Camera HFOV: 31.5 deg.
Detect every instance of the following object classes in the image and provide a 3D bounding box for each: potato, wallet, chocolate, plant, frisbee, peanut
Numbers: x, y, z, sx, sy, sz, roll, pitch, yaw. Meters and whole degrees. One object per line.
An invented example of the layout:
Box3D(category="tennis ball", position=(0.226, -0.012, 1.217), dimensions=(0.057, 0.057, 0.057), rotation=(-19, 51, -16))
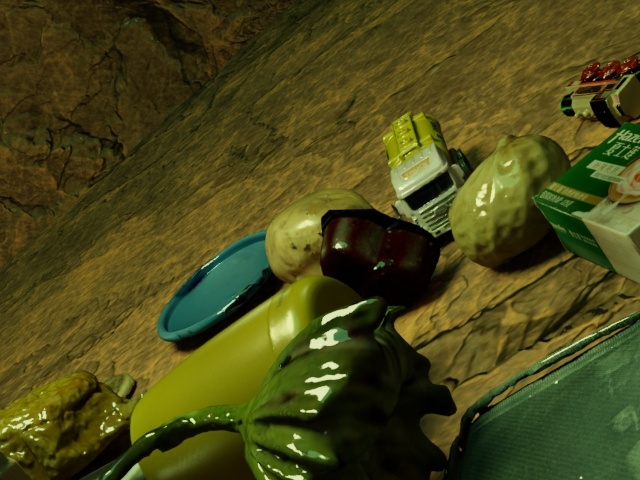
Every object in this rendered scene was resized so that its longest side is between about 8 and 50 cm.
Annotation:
Box3D(category="potato", position=(-0.004, 0.002, 1.538), dimensions=(0.161, 0.128, 0.234), rotation=(-31, 8, -33))
Box3D(category="wallet", position=(0.172, 0.207, 0.801), dimensions=(0.237, 0.075, 0.342), rotation=(-34, 20, 31))
Box3D(category="chocolate", position=(0.055, 0.036, 1.335), dimensions=(0.080, 0.148, 0.125), rotation=(-65, -6, -52))
Box3D(category="plant", position=(-0.061, 0.151, 0.970), dimensions=(0.333, 0.180, 0.251), rotation=(8, 65, 23))
Box3D(category="frisbee", position=(-0.144, 0.075, 1.722), dimensions=(0.242, 0.045, 0.242), rotation=(-33, 19, 13))
Box3D(category="peanut", position=(0.211, -0.042, 1.250), dimensions=(0.159, 0.109, 0.140), rotation=(-55, -18, 19))

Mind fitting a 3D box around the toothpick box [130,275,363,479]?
Box3D(category="toothpick box", position=(-0.063, 0.169, 1.164), dimensions=(0.271, 0.175, 0.175), rotation=(-33, 19, 25))

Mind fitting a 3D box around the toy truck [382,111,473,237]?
Box3D(category="toy truck", position=(0.138, -0.089, 1.483), dimensions=(0.098, 0.114, 0.227), rotation=(-33, 19, 12))

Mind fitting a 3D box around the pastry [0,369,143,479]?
Box3D(category="pastry", position=(-0.376, 0.262, 1.493), dimensions=(0.240, 0.132, 0.235), rotation=(-40, 3, -38))

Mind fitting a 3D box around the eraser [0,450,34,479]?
Box3D(category="eraser", position=(-0.236, 0.275, 0.954), dimensions=(0.078, 0.343, 0.144), rotation=(-45, 21, -26))

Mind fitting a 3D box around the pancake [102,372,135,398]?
Box3D(category="pancake", position=(-0.334, 0.249, 1.695), dimensions=(0.139, 0.022, 0.139), rotation=(-34, 18, 13))

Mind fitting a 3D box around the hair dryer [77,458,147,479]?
Box3D(category="hair dryer", position=(-0.247, 0.326, 1.309), dimensions=(0.284, 0.155, 0.320), rotation=(-52, -2, 26))

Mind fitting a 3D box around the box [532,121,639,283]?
Box3D(category="box", position=(0.314, -0.037, 1.100), dimensions=(0.135, 0.081, 0.199), rotation=(-40, 21, -5))

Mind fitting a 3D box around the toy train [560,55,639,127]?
Box3D(category="toy train", position=(0.353, -0.181, 1.410), dimensions=(0.087, 0.050, 0.138), rotation=(-47, 20, -15))
